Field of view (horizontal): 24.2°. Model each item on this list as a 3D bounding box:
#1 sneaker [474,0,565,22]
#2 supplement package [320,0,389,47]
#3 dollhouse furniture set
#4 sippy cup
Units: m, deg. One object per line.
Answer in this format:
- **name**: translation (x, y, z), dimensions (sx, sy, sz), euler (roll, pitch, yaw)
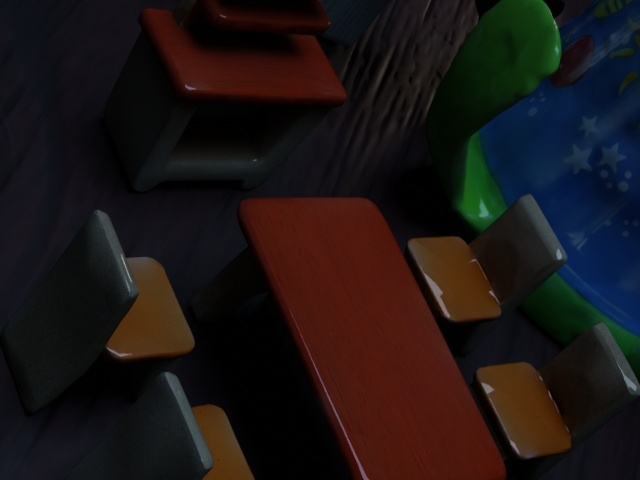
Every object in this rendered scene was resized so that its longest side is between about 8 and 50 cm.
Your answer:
- **sneaker**: translation (0.102, -0.172, 0.844), dimensions (0.170, 0.051, 0.089), euler (24, 47, -83)
- **supplement package**: translation (-0.035, -0.206, 0.851), dimensions (0.179, 0.105, 0.105), euler (18, 46, -26)
- **dollhouse furniture set**: translation (0.000, 0.000, 0.668), dimensions (0.262, 0.135, 0.259), euler (-3, 57, -41)
- **sippy cup**: translation (0.226, -0.069, 0.846), dimensions (0.240, 0.224, 0.305), euler (47, 40, 7)
